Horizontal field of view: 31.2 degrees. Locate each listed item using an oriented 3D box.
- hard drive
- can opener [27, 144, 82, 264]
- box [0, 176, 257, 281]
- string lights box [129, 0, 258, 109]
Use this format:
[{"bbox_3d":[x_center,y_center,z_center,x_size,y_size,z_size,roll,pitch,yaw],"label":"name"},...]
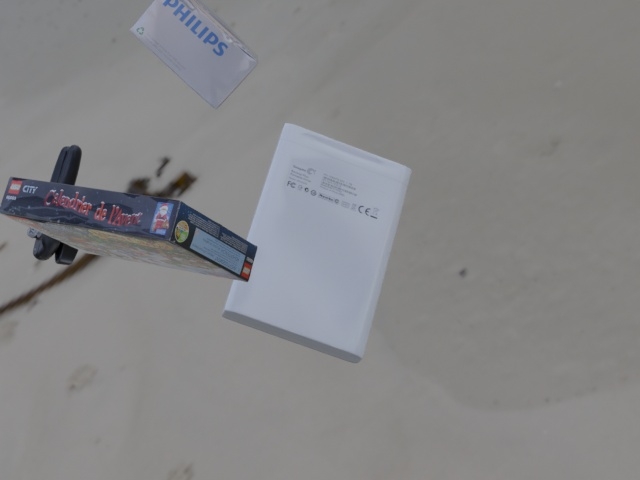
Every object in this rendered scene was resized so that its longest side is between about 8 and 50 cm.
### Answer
[{"bbox_3d":[0.000,0.000,1.870,0.047,0.233,0.353,125,163,-63],"label":"hard drive"},{"bbox_3d":[-0.397,-0.056,1.732,0.059,0.073,0.186,-7,71,40],"label":"can opener"},{"bbox_3d":[-0.207,-0.012,1.239,0.233,0.159,0.044,9,78,29],"label":"box"},{"bbox_3d":[-0.146,-0.239,1.389,0.077,0.133,0.260,-46,9,6],"label":"string lights box"}]
